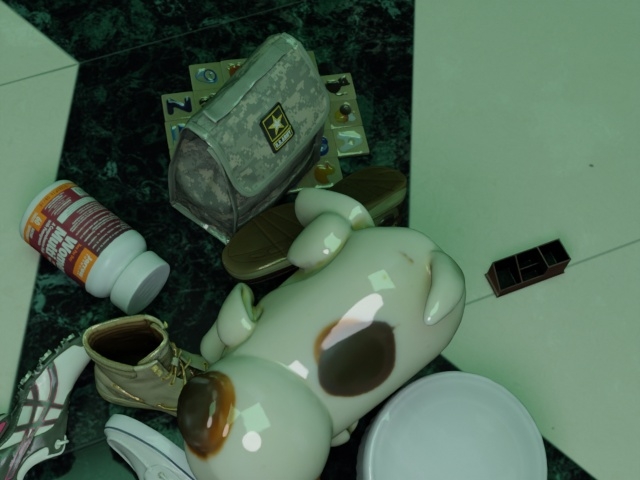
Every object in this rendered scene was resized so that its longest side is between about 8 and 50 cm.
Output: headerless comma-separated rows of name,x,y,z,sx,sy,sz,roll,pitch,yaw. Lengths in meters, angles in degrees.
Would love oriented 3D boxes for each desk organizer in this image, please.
desk organizer,0.341,0.044,1.773,0.130,0.050,0.047,-19,66,-14

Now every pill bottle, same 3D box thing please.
pill bottle,-0.351,0.012,1.683,0.221,0.121,0.121,36,65,13

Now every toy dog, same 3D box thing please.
toy dog,-0.004,0.177,1.410,0.408,0.395,0.284,-47,119,-20

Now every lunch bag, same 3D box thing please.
lunch bag,-0.111,-0.161,1.690,0.169,0.287,0.235,35,65,13

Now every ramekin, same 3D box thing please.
ramekin,0.174,0.326,1.539,0.272,0.127,0.273,4,76,-17

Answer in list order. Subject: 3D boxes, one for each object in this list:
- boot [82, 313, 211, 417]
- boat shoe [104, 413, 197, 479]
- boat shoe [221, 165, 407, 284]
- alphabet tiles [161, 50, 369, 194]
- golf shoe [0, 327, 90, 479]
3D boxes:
boot,-0.206,0.184,1.561,0.262,0.203,0.095,9,63,1
boat shoe,-0.215,0.355,1.541,0.267,0.096,0.088,38,61,5
boat shoe,0.000,0.000,1.722,0.342,0.123,0.123,-30,45,-29
alphabet tiles,-0.097,-0.202,1.880,0.342,0.011,0.285,-8,64,-9
golf shoe,-0.406,0.253,1.581,0.120,0.105,0.273,39,71,-3
